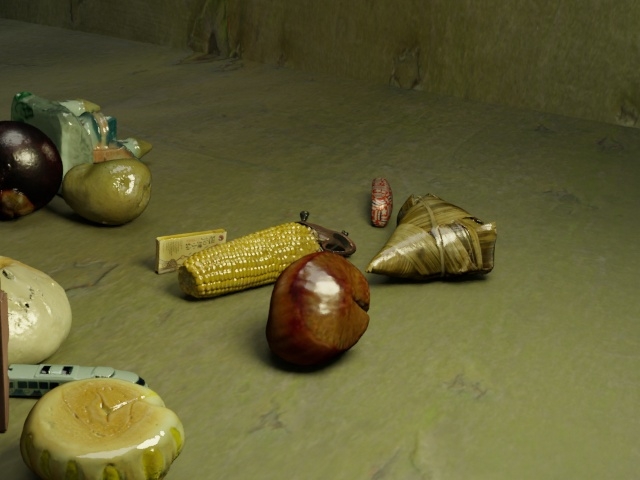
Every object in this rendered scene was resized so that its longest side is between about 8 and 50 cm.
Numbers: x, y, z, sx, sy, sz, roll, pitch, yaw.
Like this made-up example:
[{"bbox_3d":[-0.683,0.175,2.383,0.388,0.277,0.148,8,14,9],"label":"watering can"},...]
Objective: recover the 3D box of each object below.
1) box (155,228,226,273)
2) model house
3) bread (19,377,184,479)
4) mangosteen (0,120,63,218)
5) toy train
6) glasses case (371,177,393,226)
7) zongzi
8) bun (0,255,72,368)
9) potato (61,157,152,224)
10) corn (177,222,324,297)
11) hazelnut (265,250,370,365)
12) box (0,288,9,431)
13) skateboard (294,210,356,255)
[{"bbox_3d":[-0.250,0.020,2.001,0.149,0.073,0.020,-9,27,-30],"label":"box"},{"bbox_3d":[-0.540,-0.249,2.470,0.325,0.194,0.267,-11,26,-42],"label":"model house"},{"bbox_3d":[-0.287,0.263,1.340,0.214,0.104,0.213,5,25,-2],"label":"bread"},{"bbox_3d":[-0.663,-0.131,2.156,0.211,0.211,0.250,16,53,26],"label":"mangosteen"},{"bbox_3d":[-0.361,0.211,1.534,0.208,0.047,0.043,3,23,-2],"label":"toy train"},{"bbox_3d":[0.142,-0.093,2.370,0.049,0.073,0.194,0,22,3],"label":"glasses case"},{"bbox_3d":[0.172,0.000,2.094,0.288,0.134,0.286,-12,20,-20],"label":"zongzi"},{"bbox_3d":[-0.538,0.102,1.635,0.287,0.146,0.287,6,25,-3],"label":"bun"},{"bbox_3d":[-0.456,-0.107,2.178,0.194,0.157,0.157,8,22,12],"label":"potato"},{"bbox_3d":[-0.132,0.039,1.948,0.305,0.106,0.106,-16,30,-37],"label":"corn"},{"bbox_3d":[-0.013,0.116,1.705,0.178,0.178,0.204,10,53,11],"label":"hazelnut"},{"bbox_3d":[-0.533,0.156,1.400,0.215,0.215,0.086,-1,26,-14],"label":"box"},{"bbox_3d":[0.000,0.000,2.135,0.151,0.067,0.080,22,36,27],"label":"skateboard"}]
